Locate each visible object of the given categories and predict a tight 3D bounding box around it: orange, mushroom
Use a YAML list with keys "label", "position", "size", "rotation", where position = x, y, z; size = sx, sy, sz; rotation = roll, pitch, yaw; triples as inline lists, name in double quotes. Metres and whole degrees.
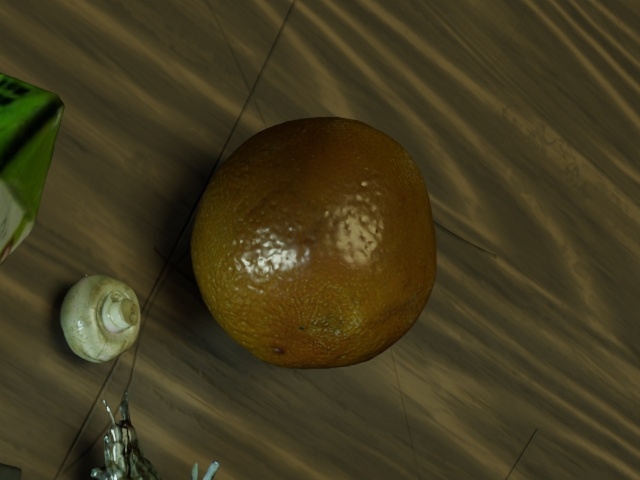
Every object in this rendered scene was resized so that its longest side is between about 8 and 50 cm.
- label: "orange"
  position: [0.000, 0.000, 1.896]
  size: [0.264, 0.264, 0.264]
  rotation: [14, 71, -46]
- label: "mushroom"
  position: [-0.202, 0.071, 1.782]
  size: [0.083, 0.067, 0.084]
  rotation: [25, 56, -45]

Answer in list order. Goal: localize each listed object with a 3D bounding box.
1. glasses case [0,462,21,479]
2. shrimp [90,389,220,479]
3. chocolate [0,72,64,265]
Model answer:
- label: "glasses case"
  position: [-0.324, 0.205, 1.594]
  size: [0.190, 0.042, 0.072]
  rotation: [28, 78, -57]
- label: "shrimp"
  position: [-0.145, 0.348, 1.728]
  size: [0.221, 0.166, 0.411]
  rotation: [-4, 97, -51]
- label: "chocolate"
  position: [-0.384, -0.025, 1.416]
  size: [0.289, 0.300, 0.137]
  rotation: [-55, 155, -47]
